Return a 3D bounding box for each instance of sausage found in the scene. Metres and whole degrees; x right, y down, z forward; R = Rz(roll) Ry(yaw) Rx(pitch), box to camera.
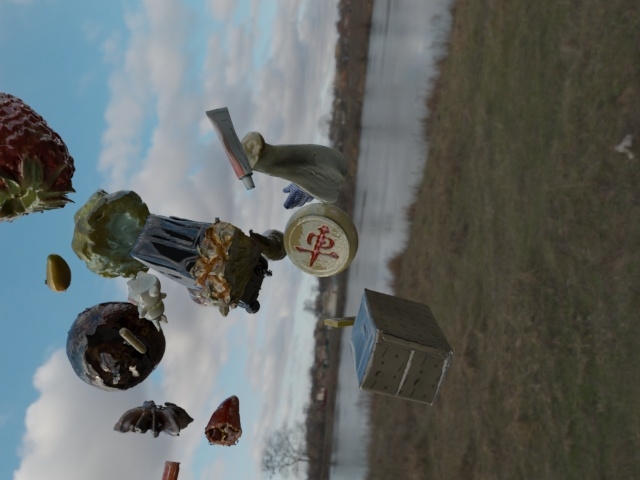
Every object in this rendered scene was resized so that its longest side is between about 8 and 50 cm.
[{"bbox_3d":[-0.525,0.282,1.638,0.132,0.024,0.024,71,-158,-53],"label":"sausage"}]

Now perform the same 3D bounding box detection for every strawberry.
[{"bbox_3d":[-0.720,-0.211,1.301,0.343,0.292,0.292,60,174,14],"label":"strawberry"}]

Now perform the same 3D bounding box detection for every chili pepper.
[{"bbox_3d":[-0.227,0.431,1.445,0.169,0.088,0.064,-88,6,-73],"label":"chili pepper"}]

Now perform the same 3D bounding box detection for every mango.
[{"bbox_3d":[-0.991,0.125,2.209,0.101,0.066,0.187,-52,-29,-51],"label":"mango"}]

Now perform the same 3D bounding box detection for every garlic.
[{"bbox_3d":[-0.352,0.170,2.040,0.253,0.245,0.244,-106,15,-52],"label":"garlic"}]

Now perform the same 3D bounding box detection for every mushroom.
[{"bbox_3d":[-0.073,-0.205,1.630,0.122,0.329,0.159,19,97,59],"label":"mushroom"}]

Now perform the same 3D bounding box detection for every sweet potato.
[{"bbox_3d":[-0.185,0.018,2.121,0.423,0.131,0.130,3,-87,-83],"label":"sweet potato"}]

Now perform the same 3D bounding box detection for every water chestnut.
[{"bbox_3d":[-0.715,0.377,2.042,0.302,0.351,0.350,-118,29,-61],"label":"water chestnut"}]

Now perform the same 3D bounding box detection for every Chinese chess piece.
[{"bbox_3d":[0.000,0.000,1.920,0.097,0.251,0.250,-57,-26,-62],"label":"Chinese chess piece"}]

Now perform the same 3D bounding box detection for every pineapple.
[{"bbox_3d":[-0.226,0.047,1.453,0.186,0.115,0.236,-32,-38,-56],"label":"pineapple"}]

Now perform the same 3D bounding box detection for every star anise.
[{"bbox_3d":[-0.518,0.557,1.816,0.229,0.237,0.092,7,97,63],"label":"star anise"}]

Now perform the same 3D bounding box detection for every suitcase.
[{"bbox_3d":[-0.350,0.064,1.727,0.345,0.340,0.188,47,-121,-63],"label":"suitcase"}]

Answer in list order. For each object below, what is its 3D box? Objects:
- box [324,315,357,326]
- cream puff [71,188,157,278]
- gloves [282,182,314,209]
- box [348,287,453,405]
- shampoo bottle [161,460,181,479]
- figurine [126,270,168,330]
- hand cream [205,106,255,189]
[{"bbox_3d":[0.101,0.297,2.144,0.087,0.155,0.023,6,96,56],"label":"box"},{"bbox_3d":[-0.784,-0.018,2.271,0.276,0.379,0.377,-25,53,56],"label":"cream puff"},{"bbox_3d":[-0.056,-0.206,2.226,0.229,0.119,0.097,-49,-12,7],"label":"gloves"},{"bbox_3d":[0.219,0.300,1.686,0.297,0.225,0.190,-97,23,-72],"label":"box"},{"bbox_3d":[-0.407,0.689,1.513,0.051,0.108,0.220,45,-132,-54],"label":"shampoo bottle"},{"bbox_3d":[-0.405,0.137,1.378,0.098,0.081,0.146,46,150,32],"label":"figurine"},{"bbox_3d":[-0.210,-0.220,1.398,0.052,0.038,0.216,-13,-104,-59],"label":"hand cream"}]
